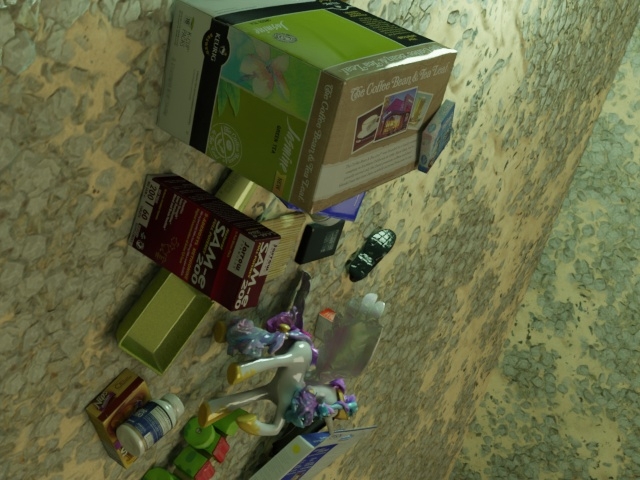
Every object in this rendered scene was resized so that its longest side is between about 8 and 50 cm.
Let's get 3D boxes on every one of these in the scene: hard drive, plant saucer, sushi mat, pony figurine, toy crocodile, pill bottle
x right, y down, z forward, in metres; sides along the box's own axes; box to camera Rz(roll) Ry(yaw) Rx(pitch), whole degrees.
[{"bbox_3d":[0.000,0.000,2.061,0.135,0.022,0.094,-15,129,-56],"label":"hard drive"},{"bbox_3d":[-0.283,0.133,1.663,0.188,0.045,0.188,-55,154,-12],"label":"plant saucer"},{"bbox_3d":[-0.120,0.027,1.823,0.316,0.019,0.152,-18,132,-66],"label":"sushi mat"},{"bbox_3d":[-0.054,0.254,1.952,0.363,0.302,0.351,6,99,-36],"label":"pony figurine"},{"bbox_3d":[-0.277,0.490,1.966,0.340,0.105,0.115,-50,152,-19],"label":"toy crocodile"},{"bbox_3d":[-0.307,0.332,1.677,0.120,0.067,0.067,-38,146,-40],"label":"pill bottle"}]

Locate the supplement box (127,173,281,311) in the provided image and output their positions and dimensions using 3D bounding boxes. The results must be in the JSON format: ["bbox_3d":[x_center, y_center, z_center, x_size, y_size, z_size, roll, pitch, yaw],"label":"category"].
[{"bbox_3d":[-0.190,0.000,1.475,0.073,0.239,0.130,-11,125,-57],"label":"supplement box"}]

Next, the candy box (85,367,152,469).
[{"bbox_3d":[-0.362,0.336,1.720,0.109,0.053,0.187,-46,152,-28],"label":"candy box"}]

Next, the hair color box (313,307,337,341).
[{"bbox_3d":[0.056,0.233,2.259,0.043,0.141,0.072,-27,139,-48],"label":"hair color box"}]

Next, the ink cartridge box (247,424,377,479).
[{"bbox_3d":[-0.030,0.561,2.399,0.307,0.072,0.303,-44,158,12],"label":"ink cartridge box"}]

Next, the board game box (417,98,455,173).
[{"bbox_3d":[0.190,-0.170,1.507,0.090,0.020,0.090,-54,158,-32],"label":"board game box"}]

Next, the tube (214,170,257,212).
[{"bbox_3d":[-0.129,-0.121,1.658,0.240,0.070,0.062,-59,153,-4],"label":"tube"}]

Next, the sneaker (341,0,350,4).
[{"bbox_3d":[0.041,-0.440,1.694,0.083,0.031,0.037,-64,168,17],"label":"sneaker"}]

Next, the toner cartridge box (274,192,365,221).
[{"bbox_3d":[0.046,-0.219,1.792,0.165,0.075,0.348,11,109,-34],"label":"toner cartridge box"}]

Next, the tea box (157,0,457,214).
[{"bbox_3d":[-0.019,-0.238,1.450,0.329,0.323,0.220,-25,137,-49],"label":"tea box"}]

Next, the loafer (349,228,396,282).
[{"bbox_3d":[0.125,0.037,2.296,0.170,0.062,0.061,-43,171,-25],"label":"loafer"}]

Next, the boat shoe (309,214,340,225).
[{"bbox_3d":[0.072,-0.165,1.934,0.302,0.109,0.094,-56,152,-3],"label":"boat shoe"}]

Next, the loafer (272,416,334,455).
[{"bbox_3d":[-0.044,0.481,2.414,0.220,0.078,0.080,-35,160,-14],"label":"loafer"}]
